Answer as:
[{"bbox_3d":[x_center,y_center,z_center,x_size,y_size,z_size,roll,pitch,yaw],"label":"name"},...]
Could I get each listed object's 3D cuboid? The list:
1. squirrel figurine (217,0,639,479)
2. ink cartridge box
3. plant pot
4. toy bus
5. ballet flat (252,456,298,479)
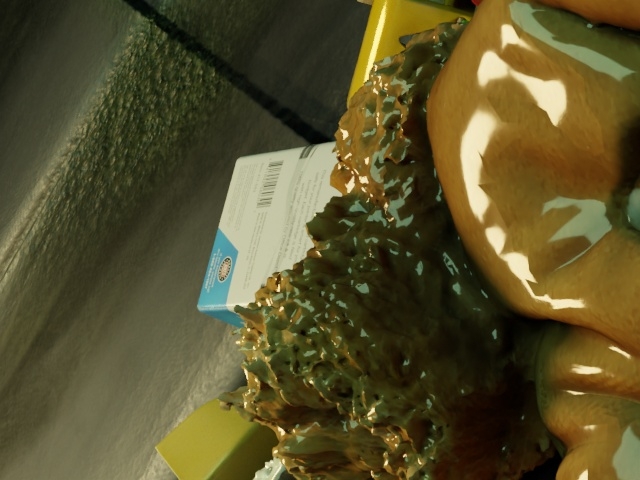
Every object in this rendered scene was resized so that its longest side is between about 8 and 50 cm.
[{"bbox_3d":[0.148,0.057,0.910,0.397,0.281,0.370,-4,83,40],"label":"squirrel figurine"},{"bbox_3d":[0.000,0.000,1.345,0.191,0.082,0.139,-4,66,49],"label":"ink cartridge box"},{"bbox_3d":[-0.064,0.168,1.329,0.083,0.081,0.081,-51,36,1],"label":"plant pot"},{"bbox_3d":[0.080,-0.177,1.266,0.191,0.104,0.202,105,180,-80],"label":"toy bus"},{"bbox_3d":[0.044,0.137,1.174,0.409,0.147,0.147,-44,40,24],"label":"ballet flat"}]
